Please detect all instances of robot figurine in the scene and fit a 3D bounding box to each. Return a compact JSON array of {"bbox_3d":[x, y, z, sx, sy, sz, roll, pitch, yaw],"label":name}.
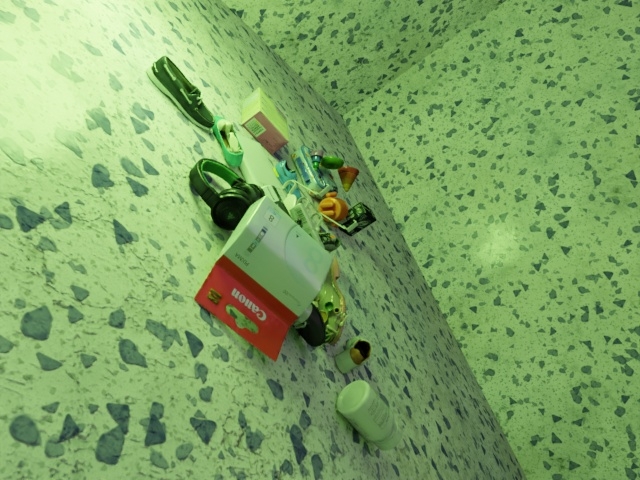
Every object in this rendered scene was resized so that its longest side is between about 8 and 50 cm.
[{"bbox_3d":[0.069,-0.162,2.428,0.158,0.128,0.219,49,17,13],"label":"robot figurine"}]

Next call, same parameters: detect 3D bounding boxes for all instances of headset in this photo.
[{"bbox_3d":[-0.246,-0.132,1.540,0.394,0.185,0.243,47,21,-3],"label":"headset"}]

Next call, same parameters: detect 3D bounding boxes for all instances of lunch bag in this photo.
[{"bbox_3d":[-0.029,-0.356,2.512,0.243,0.115,0.303,16,45,-60],"label":"lunch bag"}]

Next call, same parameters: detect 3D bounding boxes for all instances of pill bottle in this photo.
[{"bbox_3d":[-0.170,-0.069,1.710,0.245,0.131,0.130,61,20,9],"label":"pill bottle"},{"bbox_3d":[0.168,0.584,1.551,0.229,0.131,0.131,52,21,-20],"label":"pill bottle"}]

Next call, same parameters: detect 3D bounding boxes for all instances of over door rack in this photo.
[{"bbox_3d":[-0.022,-0.142,2.036,0.324,0.108,0.239,18,-26,54],"label":"over door rack"}]

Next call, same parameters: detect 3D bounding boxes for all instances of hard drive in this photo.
[{"bbox_3d":[-0.250,-0.270,1.942,0.352,0.047,0.233,64,20,13],"label":"hard drive"}]

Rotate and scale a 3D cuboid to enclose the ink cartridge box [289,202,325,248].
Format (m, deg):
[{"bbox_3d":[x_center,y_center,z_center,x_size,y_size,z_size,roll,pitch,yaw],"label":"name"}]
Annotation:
[{"bbox_3d":[-0.039,-0.045,1.798,0.189,0.066,0.232,64,12,2],"label":"ink cartridge box"}]

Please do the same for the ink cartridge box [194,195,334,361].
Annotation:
[{"bbox_3d":[-0.144,0.101,1.356,0.308,0.091,0.384,44,45,-21],"label":"ink cartridge box"}]

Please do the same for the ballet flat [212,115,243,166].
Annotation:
[{"bbox_3d":[-0.353,-0.404,1.810,0.083,0.087,0.247,-12,68,-33],"label":"ballet flat"}]

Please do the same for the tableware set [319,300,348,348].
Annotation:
[{"bbox_3d":[0.015,0.287,1.618,0.104,0.154,0.024,33,-18,24],"label":"tableware set"}]

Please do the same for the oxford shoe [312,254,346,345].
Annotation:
[{"bbox_3d":[-0.005,0.209,1.753,0.147,0.140,0.396,17,39,-25],"label":"oxford shoe"}]

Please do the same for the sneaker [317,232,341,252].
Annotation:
[{"bbox_3d":[0.000,0.000,2.056,0.272,0.108,0.100,13,50,-62],"label":"sneaker"}]

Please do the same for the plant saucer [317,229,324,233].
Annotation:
[{"bbox_3d":[0.008,-0.014,2.232,0.083,0.013,0.083,49,22,-27],"label":"plant saucer"}]

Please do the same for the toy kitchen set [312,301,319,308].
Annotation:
[{"bbox_3d":[-0.054,0.229,1.634,0.075,0.068,0.083,44,24,-43],"label":"toy kitchen set"}]

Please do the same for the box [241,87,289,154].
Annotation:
[{"bbox_3d":[-0.267,-0.575,2.252,0.213,0.117,0.242,43,26,-37],"label":"box"}]

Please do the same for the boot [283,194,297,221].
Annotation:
[{"bbox_3d":[-0.121,-0.085,1.883,0.086,0.069,0.189,43,56,-51],"label":"boot"}]

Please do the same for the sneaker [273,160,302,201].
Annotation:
[{"bbox_3d":[-0.134,-0.274,2.178,0.209,0.082,0.069,57,17,-7],"label":"sneaker"}]

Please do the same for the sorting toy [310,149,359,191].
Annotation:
[{"bbox_3d":[0.072,-0.357,2.482,0.366,0.127,0.126,21,69,-48],"label":"sorting toy"}]

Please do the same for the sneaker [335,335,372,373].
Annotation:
[{"bbox_3d":[0.159,0.422,1.789,0.105,0.123,0.290,58,18,5],"label":"sneaker"}]

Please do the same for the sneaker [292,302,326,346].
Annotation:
[{"bbox_3d":[-0.108,0.213,1.499,0.146,0.123,0.330,-29,88,-53],"label":"sneaker"}]

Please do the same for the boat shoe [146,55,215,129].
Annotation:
[{"bbox_3d":[-0.482,-0.529,1.698,0.302,0.091,0.114,41,26,-40],"label":"boat shoe"}]

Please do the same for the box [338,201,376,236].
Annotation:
[{"bbox_3d":[0.194,-0.116,2.583,0.147,0.180,0.077,29,34,-56],"label":"box"}]
